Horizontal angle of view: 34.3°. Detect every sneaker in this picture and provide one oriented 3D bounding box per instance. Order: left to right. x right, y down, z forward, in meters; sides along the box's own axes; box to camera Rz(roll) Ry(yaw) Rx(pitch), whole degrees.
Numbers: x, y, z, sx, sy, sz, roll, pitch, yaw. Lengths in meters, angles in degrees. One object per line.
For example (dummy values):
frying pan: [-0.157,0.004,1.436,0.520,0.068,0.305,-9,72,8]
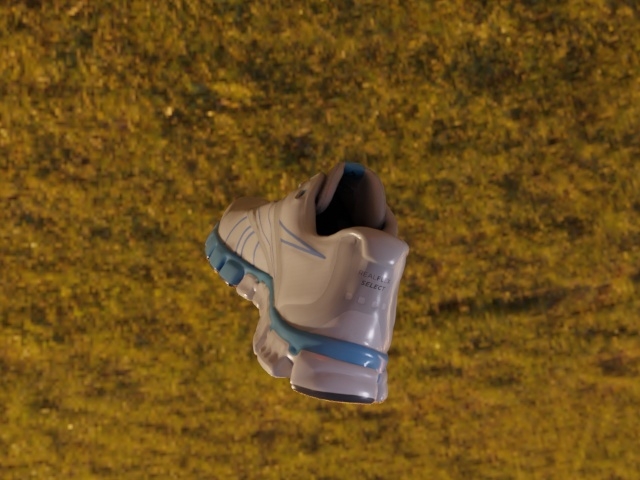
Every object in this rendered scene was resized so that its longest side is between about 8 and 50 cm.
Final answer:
sneaker: [0.000,0.000,0.473,0.071,0.191,0.083,15,102,-22]
